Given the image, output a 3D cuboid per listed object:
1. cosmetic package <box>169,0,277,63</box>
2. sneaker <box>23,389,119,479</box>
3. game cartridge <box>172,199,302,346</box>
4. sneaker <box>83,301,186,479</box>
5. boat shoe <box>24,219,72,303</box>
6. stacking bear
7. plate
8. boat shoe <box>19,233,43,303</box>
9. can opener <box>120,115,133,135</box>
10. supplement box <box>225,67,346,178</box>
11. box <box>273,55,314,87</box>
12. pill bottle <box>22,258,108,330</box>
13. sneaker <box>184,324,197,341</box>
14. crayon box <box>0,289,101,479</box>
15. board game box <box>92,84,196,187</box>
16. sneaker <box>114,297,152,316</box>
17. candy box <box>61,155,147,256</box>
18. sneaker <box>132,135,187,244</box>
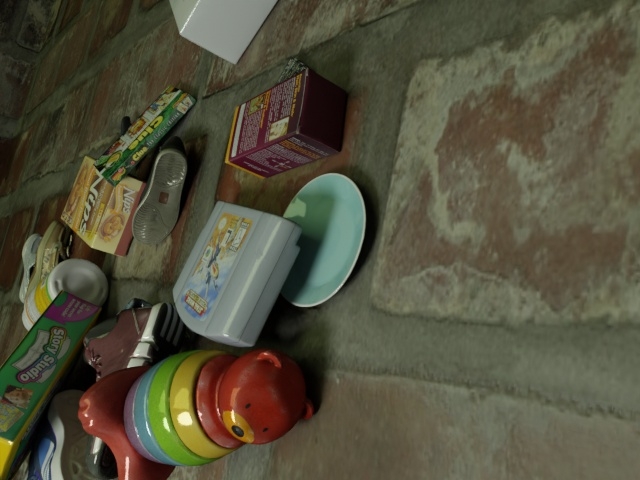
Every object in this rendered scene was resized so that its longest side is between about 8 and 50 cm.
[{"bbox_3d":[-0.186,-0.519,1.142,0.224,0.138,0.225,-49,44,25],"label":"cosmetic package"},{"bbox_3d":[-0.469,0.466,1.081,0.323,0.130,0.236,42,114,47],"label":"sneaker"},{"bbox_3d":[-0.138,0.045,0.858,0.198,0.062,0.297,-61,27,-7],"label":"game cartridge"},{"bbox_3d":[-0.332,0.231,0.924,0.162,0.106,0.281,-2,52,25],"label":"sneaker"},{"bbox_3d":[-0.758,0.079,1.634,0.104,0.089,0.285,128,149,-63],"label":"boat shoe"},{"bbox_3d":[-0.146,0.219,0.765,0.289,0.164,0.175,-20,103,32],"label":"stacking bear"},{"bbox_3d":[0.000,0.000,0.784,0.188,0.024,0.188,-23,59,43],"label":"plate"},{"bbox_3d":[-0.861,0.083,1.759,0.081,0.079,0.227,-16,67,36],"label":"boat shoe"},{"bbox_3d":[-0.487,-0.252,1.469,0.186,0.073,0.059,-115,17,-46],"label":"can opener"},{"bbox_3d":[-0.056,-0.171,0.878,0.188,0.081,0.104,-10,66,48],"label":"supplement box"},{"bbox_3d":[-0.050,-0.258,0.959,0.083,0.018,0.067,-58,39,15],"label":"box"},{"bbox_3d":[-0.624,0.149,1.385,0.245,0.136,0.136,-31,52,40],"label":"pill bottle"},{"bbox_3d":[-0.238,0.150,1.001,0.083,0.031,0.035,25,95,52],"label":"sneaker"},{"bbox_3d":[-0.605,0.329,1.166,0.313,0.106,0.363,-57,13,30],"label":"crayon box"},{"bbox_3d":[-0.398,-0.240,1.293,0.260,0.030,0.136,-49,41,-6],"label":"board game box"},{"bbox_3d":[-0.330,0.199,1.035,0.125,0.104,0.262,-55,41,14],"label":"sneaker"},{"bbox_3d":[-0.534,-0.093,1.418,0.316,0.087,0.183,23,92,52],"label":"candy box"},{"bbox_3d":[-0.323,-0.102,1.193,0.222,0.083,0.118,-62,19,21],"label":"sneaker"}]
